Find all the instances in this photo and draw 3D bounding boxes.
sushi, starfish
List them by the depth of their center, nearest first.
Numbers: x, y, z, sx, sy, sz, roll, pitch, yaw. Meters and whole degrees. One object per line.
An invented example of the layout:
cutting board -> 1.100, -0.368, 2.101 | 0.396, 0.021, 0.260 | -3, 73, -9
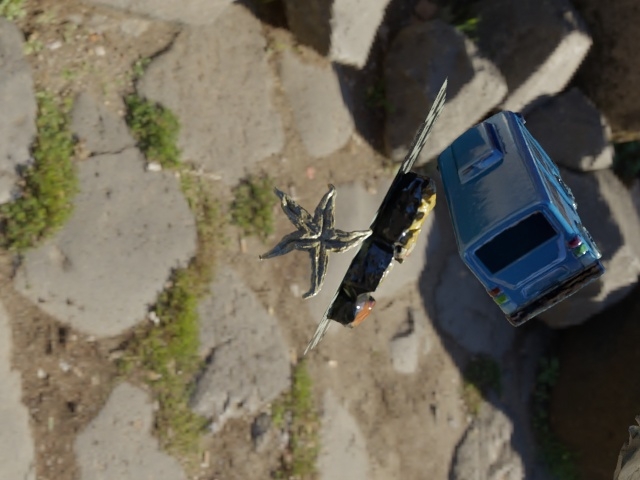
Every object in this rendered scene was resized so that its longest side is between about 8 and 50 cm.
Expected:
starfish -> 0.000, 0.000, 0.771 | 0.086, 0.016, 0.092 | 15, 67, -24
sushi -> 0.073, -0.008, 1.034 | 0.279, 0.043, 0.192 | -62, 174, 2

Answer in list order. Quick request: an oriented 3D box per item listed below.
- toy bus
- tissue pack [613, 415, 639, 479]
toy bus -> 0.159, -0.028, 0.898 | 0.106, 0.090, 0.184 | 46, 19, -24
tissue pack -> 0.228, 0.320, 0.502 | 0.264, 0.253, 0.416 | 10, 107, -20
